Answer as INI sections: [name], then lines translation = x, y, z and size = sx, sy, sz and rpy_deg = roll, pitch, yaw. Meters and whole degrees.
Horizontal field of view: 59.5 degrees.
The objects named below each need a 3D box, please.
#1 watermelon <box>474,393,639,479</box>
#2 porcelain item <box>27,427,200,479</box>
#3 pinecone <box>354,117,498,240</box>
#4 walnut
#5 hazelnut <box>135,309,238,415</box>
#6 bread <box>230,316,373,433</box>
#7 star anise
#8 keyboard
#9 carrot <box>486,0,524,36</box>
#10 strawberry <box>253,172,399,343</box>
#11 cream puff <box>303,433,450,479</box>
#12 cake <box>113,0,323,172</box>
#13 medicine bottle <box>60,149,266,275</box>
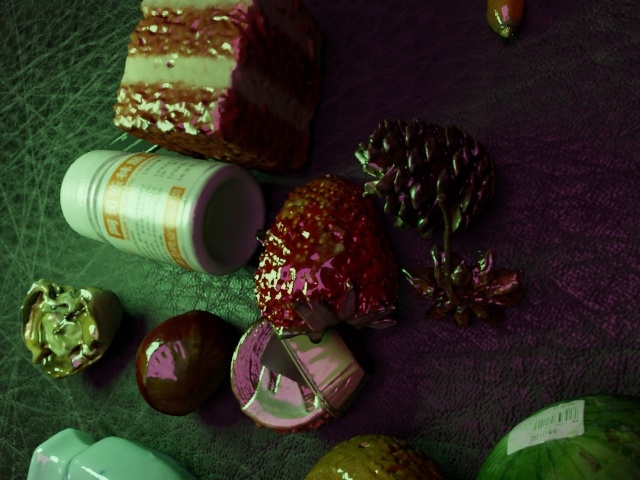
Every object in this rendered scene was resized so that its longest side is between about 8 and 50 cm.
[watermelon]
translation = 0.332, 0.351, 0.591
size = 0.363, 0.363, 0.363
rpy_deg = -6, 79, 28
[porcelain item]
translation = -0.367, 0.503, 1.042
size = 0.405, 0.178, 0.242
rpy_deg = 9, 86, 31
[pinecone]
translation = 0.155, -0.098, 0.841
size = 0.205, 0.184, 0.179
rpy_deg = 20, 85, -11
[walnut]
translation = -0.524, 0.188, 1.212
size = 0.238, 0.141, 0.204
rpy_deg = 4, 94, 28
[hazelnut]
translation = -0.250, 0.225, 1.055
size = 0.202, 0.160, 0.170
rpy_deg = -32, 76, -19
[bread]
translation = -0.042, 0.209, 0.932
size = 0.212, 0.142, 0.224
rpy_deg = -36, 66, 0
[star anise]
translation = 0.186, 0.051, 0.806
size = 0.234, 0.073, 0.177
rpy_deg = 43, 131, -14
[keyboard]
translation = -0.458, -0.213, 1.308
size = 0.381, 0.041, 0.103
rpy_deg = -23, 70, 17
[carrot]
translation = 0.288, -0.451, 0.919
size = 0.062, 0.066, 0.271
rpy_deg = -1, 73, -15
[strawberry]
translation = 0.000, 0.000, 0.895
size = 0.234, 0.137, 0.306
rpy_deg = -9, 65, -4
[cream puff]
translation = 0.097, 0.419, 0.766
size = 0.303, 0.212, 0.302
rpy_deg = -2, 88, 60
[cake]
translation = -0.164, -0.304, 1.018
size = 0.270, 0.270, 0.319
rpy_deg = 12, 87, 30
[medicine bottle]
translation = -0.309, -0.065, 1.092
size = 0.372, 0.211, 0.211
rpy_deg = 12, 87, 30
